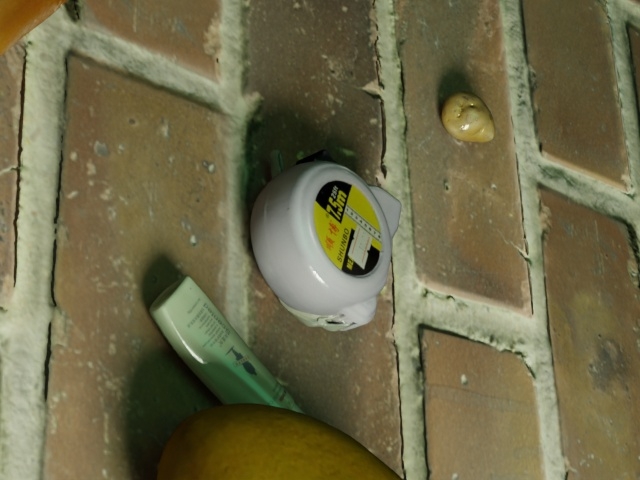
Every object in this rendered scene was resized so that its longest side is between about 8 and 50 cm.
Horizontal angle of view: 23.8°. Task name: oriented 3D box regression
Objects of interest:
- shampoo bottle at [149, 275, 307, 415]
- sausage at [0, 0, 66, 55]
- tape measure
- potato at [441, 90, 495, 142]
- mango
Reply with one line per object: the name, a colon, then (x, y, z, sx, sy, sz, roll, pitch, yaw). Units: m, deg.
shampoo bottle: (-0.093, 0.133, 1.597, 0.212, 0.049, 0.072, 48, 41, -14)
sausage: (-0.314, -0.271, 1.566, 0.105, 0.105, 0.274, 49, 44, -12)
tape measure: (-0.002, -0.004, 1.721, 0.178, 0.105, 0.196, 43, 47, -28)
potato: (0.197, -0.160, 2.015, 0.083, 0.062, 0.068, 39, 60, -50)
mango: (0.005, 0.350, 1.454, 0.300, 0.232, 0.445, -27, 77, -44)
